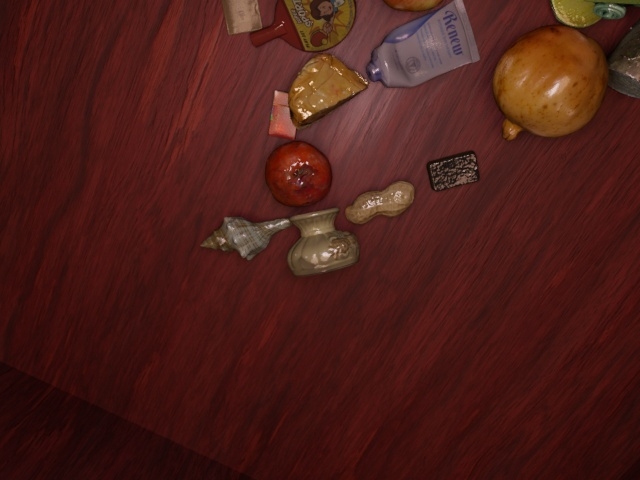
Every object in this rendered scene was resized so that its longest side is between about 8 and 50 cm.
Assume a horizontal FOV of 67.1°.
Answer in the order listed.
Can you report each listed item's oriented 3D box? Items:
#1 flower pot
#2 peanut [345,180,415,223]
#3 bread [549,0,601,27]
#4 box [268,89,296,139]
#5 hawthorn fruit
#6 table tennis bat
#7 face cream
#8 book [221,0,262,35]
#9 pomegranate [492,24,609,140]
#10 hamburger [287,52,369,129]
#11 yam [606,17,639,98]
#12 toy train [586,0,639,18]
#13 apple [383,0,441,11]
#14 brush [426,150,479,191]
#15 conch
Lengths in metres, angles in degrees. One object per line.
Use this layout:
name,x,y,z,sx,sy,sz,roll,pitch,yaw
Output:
flower pot,0.000,0.000,1.955,0.307,0.307,0.244,-13,93,8
peanut,0.244,-0.148,1.970,0.298,0.120,0.136,-17,101,12
bread,0.933,-0.879,1.723,0.228,0.033,0.229,1,106,4
box,-0.138,-0.497,1.916,0.112,0.048,0.175,11,109,1
hawthorn fruit,-0.087,-0.258,1.865,0.275,0.307,0.276,0,95,1
table tennis bat,-0.069,-0.811,1.773,0.414,0.051,0.268,-14,130,18
face cream,0.369,-0.703,1.796,0.419,0.137,0.235,-24,104,-1
book,-0.301,-0.889,1.815,0.138,0.016,0.199,-7,107,6
pomegranate,0.777,-0.526,1.685,0.409,0.410,0.411,1,108,4
hamburger,0.001,-0.579,1.809,0.329,0.162,0.209,-31,96,-9
yam,1.169,-0.681,1.672,0.240,0.241,0.348,34,110,-7
toy train,1.024,-0.805,1.499,0.442,0.272,0.179,29,106,41
apple,0.319,-0.936,1.643,0.301,0.301,0.302,1,108,4
brush,0.534,-0.276,1.936,0.197,0.059,0.123,-15,108,9
conch,-0.312,-0.006,2.035,0.385,0.170,0.203,-2,134,6
